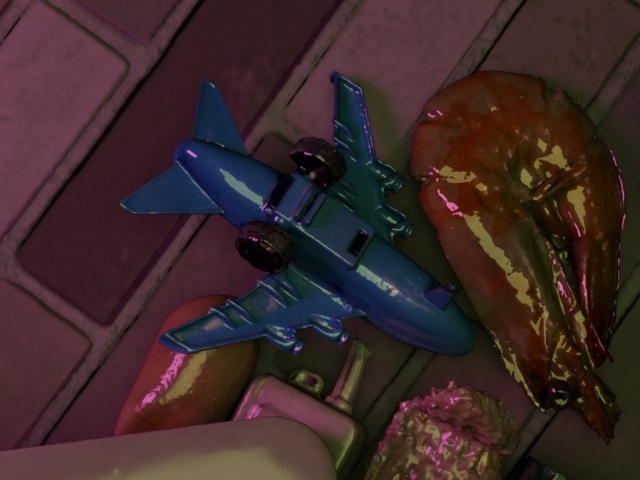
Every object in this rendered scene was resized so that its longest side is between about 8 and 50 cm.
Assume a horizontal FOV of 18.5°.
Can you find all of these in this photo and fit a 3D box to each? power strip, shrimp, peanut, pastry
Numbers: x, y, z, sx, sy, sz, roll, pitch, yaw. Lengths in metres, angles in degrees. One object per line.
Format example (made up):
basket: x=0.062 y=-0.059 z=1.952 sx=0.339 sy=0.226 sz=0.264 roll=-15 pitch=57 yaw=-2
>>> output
power strip: x=-0.045 y=0.196 z=1.435 sx=0.093 sy=0.053 sz=0.288 roll=26 pitch=87 yaw=16
shrimp: x=0.167 y=0.011 z=1.458 sx=0.154 sy=0.062 sz=0.294 roll=-19 pitch=87 yaw=-9
peanut: x=-0.098 y=0.107 z=1.435 sx=0.076 sy=0.076 sz=0.152 roll=29 pitch=82 yaw=-1
pastry: x=0.055 y=0.216 z=1.423 sx=0.103 sy=0.112 sz=0.265 roll=29 pitch=98 yaw=-10

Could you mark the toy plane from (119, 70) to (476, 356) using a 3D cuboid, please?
toy plane: x=0.000 y=0.000 z=1.419 sx=0.271 sy=0.105 sz=0.254 roll=30 pitch=65 yaw=2

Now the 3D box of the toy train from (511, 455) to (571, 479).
toy train: x=0.159 y=0.268 z=1.424 sx=0.132 sy=0.083 sz=0.200 roll=32 pitch=86 yaw=-16

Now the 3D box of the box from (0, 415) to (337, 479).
box: x=-0.154 y=0.318 z=1.329 sx=0.373 sy=0.090 sz=0.367 roll=-7 pitch=80 yaw=-2
